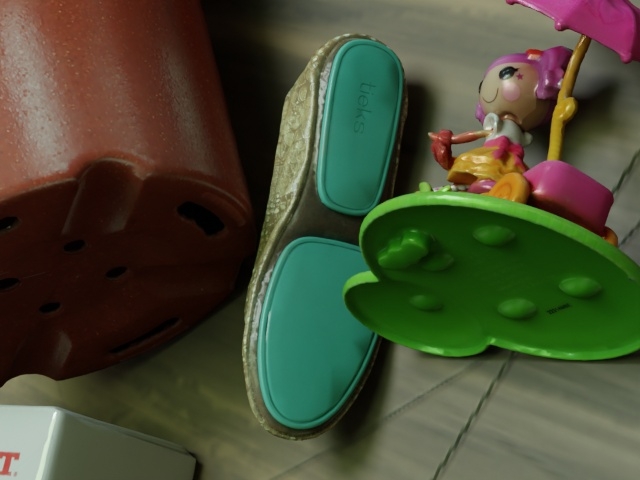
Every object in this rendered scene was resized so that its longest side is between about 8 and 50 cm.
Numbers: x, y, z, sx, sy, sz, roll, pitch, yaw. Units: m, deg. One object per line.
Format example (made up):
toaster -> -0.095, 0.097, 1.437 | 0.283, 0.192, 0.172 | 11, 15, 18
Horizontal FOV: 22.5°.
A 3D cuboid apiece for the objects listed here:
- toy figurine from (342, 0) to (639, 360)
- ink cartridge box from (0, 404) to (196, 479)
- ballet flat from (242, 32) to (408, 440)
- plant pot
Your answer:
toy figurine -> 0.092, -0.042, 0.716 | 0.173, 0.130, 0.159 | -29, 35, 59
ink cartridge box -> -0.192, 0.222, 0.813 | 0.198, 0.114, 0.273 | -2, 70, 35
ballet flat -> 0.000, 0.000, 0.798 | 0.067, 0.073, 0.206 | -24, 49, 65
plant pot -> -0.167, -0.082, 0.851 | 0.272, 0.272, 0.265 | -35, 59, 25
